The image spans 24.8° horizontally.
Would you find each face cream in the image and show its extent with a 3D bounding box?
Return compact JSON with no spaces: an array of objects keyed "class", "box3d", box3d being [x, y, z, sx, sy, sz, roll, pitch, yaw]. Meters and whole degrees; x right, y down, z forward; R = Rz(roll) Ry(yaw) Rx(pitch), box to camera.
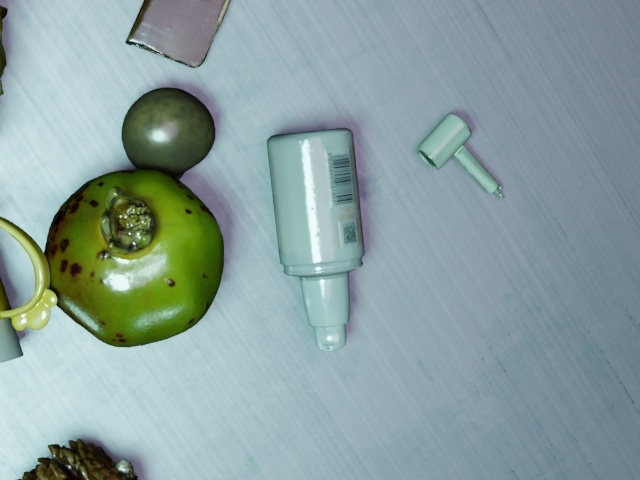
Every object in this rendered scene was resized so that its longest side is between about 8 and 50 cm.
[{"class":"face cream","box3d":[0.000,0.000,1.668,0.101,0.101,0.251,-7,95,-13]}]

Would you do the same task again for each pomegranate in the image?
[{"class":"pomegranate","box3d":[-0.196,0.023,1.548,0.198,0.246,0.198,-2,98,-14]}]

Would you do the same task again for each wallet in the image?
[{"class":"wallet","box3d":[-0.146,-0.288,1.655,0.095,0.026,0.176,21,87,-8]}]

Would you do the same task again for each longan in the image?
[{"class":"longan","box3d":[-0.168,-0.115,1.629,0.106,0.106,0.119,-26,137,-11]}]

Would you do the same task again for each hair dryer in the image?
[{"class":"hair dryer","box3d":[0.175,-0.088,1.742,0.063,0.038,0.124,-47,109,-5]}]

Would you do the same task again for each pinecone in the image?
[{"class":"pinecone","box3d":[-0.273,0.301,1.596,0.173,0.173,0.173,-1,93,-13]}]

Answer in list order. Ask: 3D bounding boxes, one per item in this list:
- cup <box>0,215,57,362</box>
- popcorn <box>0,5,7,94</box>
[{"class":"cup","box3d":[-0.398,0.040,1.529,0.241,0.185,0.226,-14,90,10]},{"class":"popcorn","box3d":[-0.401,-0.205,1.495,0.192,0.233,0.266,-25,99,-23]}]
